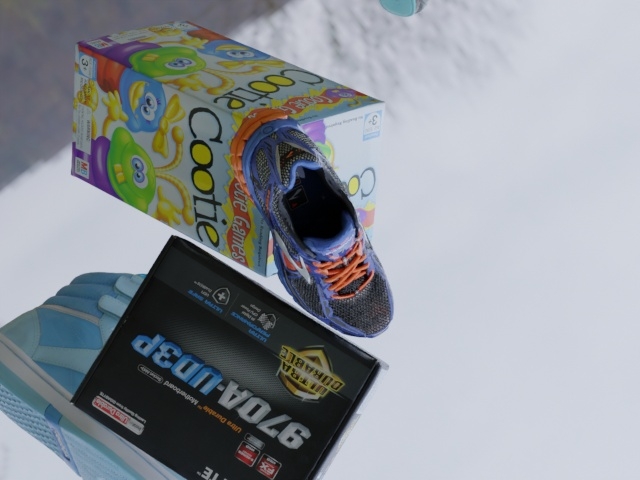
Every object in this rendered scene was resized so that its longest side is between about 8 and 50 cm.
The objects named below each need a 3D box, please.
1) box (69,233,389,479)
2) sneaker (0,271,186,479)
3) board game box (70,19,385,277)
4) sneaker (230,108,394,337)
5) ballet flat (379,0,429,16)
[{"bbox_3d":[-0.078,0.124,1.658,0.175,0.220,0.051,-58,166,0],"label":"box"},{"bbox_3d":[-0.187,0.142,1.957,0.208,0.319,0.127,-42,152,-25],"label":"sneaker"},{"bbox_3d":[-0.090,-0.093,1.799,0.275,0.142,0.144,26,-148,38],"label":"board game box"},{"bbox_3d":[0.000,0.000,1.554,0.083,0.221,0.087,-37,-148,-7],"label":"sneaker"},{"bbox_3d":[0.076,-0.289,1.854,0.213,0.072,0.068,75,36,-69],"label":"ballet flat"}]
